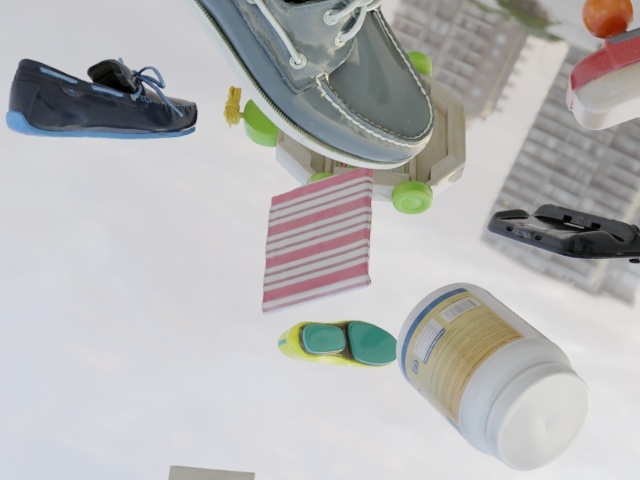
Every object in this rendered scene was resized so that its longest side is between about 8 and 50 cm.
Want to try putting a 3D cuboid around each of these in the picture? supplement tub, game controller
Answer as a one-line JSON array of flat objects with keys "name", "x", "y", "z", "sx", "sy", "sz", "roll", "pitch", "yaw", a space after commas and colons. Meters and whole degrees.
[{"name": "supplement tub", "x": 0.190, "y": 0.150, "z": 1.199, "sx": 0.144, "sy": 0.144, "sz": 0.199, "roll": 9, "pitch": -161, "yaw": -32}, {"name": "game controller", "x": 0.406, "y": -0.009, "z": 1.773, "sx": 0.166, "sy": 0.067, "sz": 0.319, "roll": -10, "pitch": -168, "yaw": -17}]

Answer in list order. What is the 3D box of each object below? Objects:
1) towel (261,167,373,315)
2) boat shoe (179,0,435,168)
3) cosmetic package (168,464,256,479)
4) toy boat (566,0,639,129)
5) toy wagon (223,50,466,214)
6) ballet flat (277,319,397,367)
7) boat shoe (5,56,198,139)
[{"name": "towel", "x": 0.000, "y": 0.000, "z": 1.322, "sx": 0.029, "sy": 0.144, "sz": 0.197, "roll": 52, "pitch": -150, "yaw": -42}, {"name": "boat shoe", "x": -0.011, "y": -0.163, "z": 0.733, "sx": 0.099, "sy": 0.116, "sz": 0.319, "roll": -12, "pitch": 135, "yaw": 46}, {"name": "cosmetic package", "x": -0.150, "y": 0.450, "z": 1.335, "sx": 0.113, "sy": 0.160, "sz": 0.309, "roll": 5, "pitch": -113, "yaw": -2}, {"name": "toy boat", "x": 0.352, "y": -0.223, "z": 1.257, "sx": 0.231, "sy": 0.151, "sz": 0.151, "roll": 22, "pitch": -130, "yaw": -78}, {"name": "toy wagon", "x": 0.034, "y": -0.163, "z": 1.532, "sx": 0.344, "sy": 0.068, "sz": 0.267, "roll": 5, "pitch": -125, "yaw": -1}, {"name": "ballet flat", "x": 0.025, "y": 0.166, "z": 1.702, "sx": 0.231, "sy": 0.077, "sz": 0.077, "roll": 11, "pitch": -115, "yaw": -43}, {"name": "boat shoe", "x": -0.222, "y": -0.156, "z": 1.173, "sx": 0.109, "sy": 0.089, "sz": 0.258, "roll": 8, "pitch": -171, "yaw": 28}]
